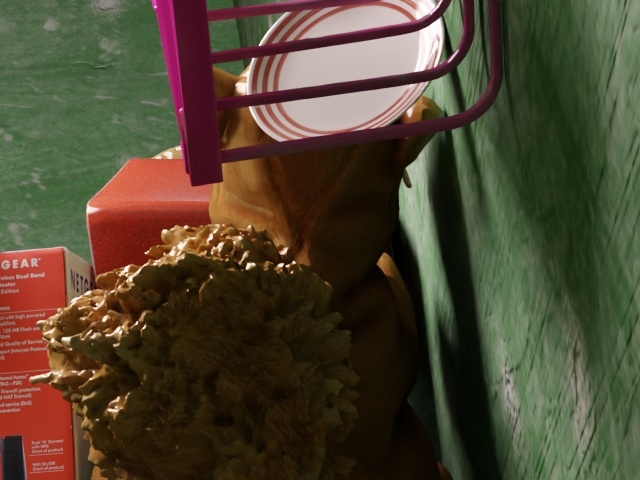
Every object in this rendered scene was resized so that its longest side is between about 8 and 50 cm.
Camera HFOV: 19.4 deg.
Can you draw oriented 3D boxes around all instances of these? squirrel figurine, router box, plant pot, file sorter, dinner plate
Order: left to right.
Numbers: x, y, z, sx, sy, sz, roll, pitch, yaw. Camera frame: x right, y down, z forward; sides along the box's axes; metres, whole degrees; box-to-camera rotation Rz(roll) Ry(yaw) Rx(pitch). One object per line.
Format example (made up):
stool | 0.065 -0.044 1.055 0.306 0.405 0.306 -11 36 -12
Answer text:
router box | -0.208 0.179 1.558 0.335 0.082 0.301 59 -153 -80
plant pot | -0.050 0.064 1.636 0.267 0.236 0.267 -79 -18 -79
squirrel figurine | -0.028 0.063 1.306 0.397 0.281 0.370 -51 -26 -70
file sorter | -0.012 -0.197 1.112 0.290 0.182 0.202 -107 11 -60
dinner plate | 0.018 -0.115 1.238 0.017 0.141 0.141 51 -159 -48

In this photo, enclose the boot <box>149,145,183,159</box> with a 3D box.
boot | -0.091 -0.051 1.983 0.095 0.262 0.203 63 173 11
